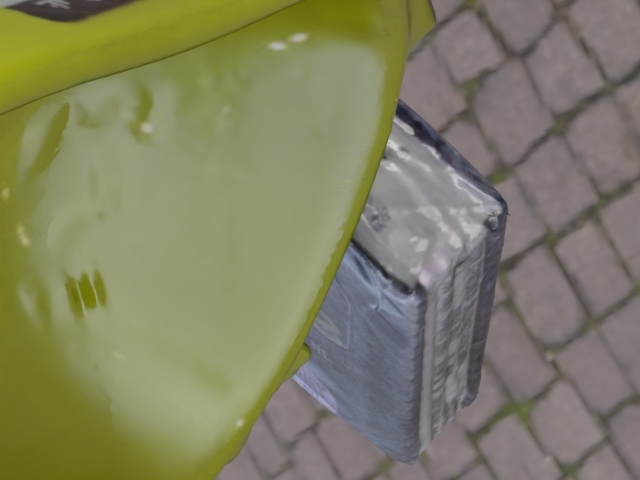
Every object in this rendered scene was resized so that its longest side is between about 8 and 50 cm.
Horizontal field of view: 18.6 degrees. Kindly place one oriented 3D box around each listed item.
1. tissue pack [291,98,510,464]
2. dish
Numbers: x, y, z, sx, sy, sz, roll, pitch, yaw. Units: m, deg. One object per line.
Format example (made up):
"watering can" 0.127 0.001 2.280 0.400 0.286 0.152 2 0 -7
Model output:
"tissue pack" 0.000 0.000 0.607 0.112 0.051 0.156 39 162 17
"dish" -0.097 0.011 0.426 0.108 0.262 0.221 36 131 17
